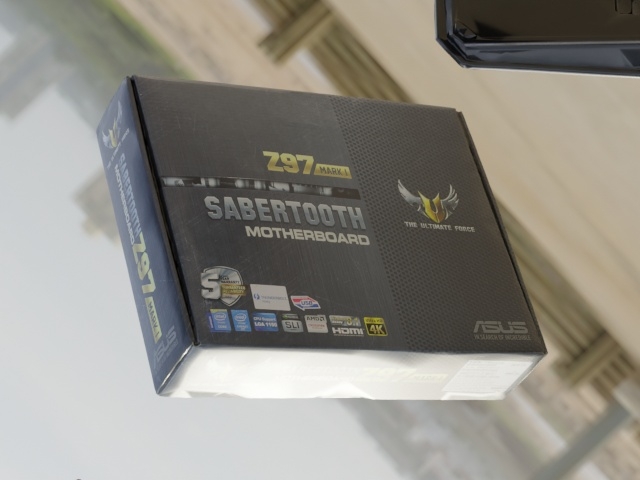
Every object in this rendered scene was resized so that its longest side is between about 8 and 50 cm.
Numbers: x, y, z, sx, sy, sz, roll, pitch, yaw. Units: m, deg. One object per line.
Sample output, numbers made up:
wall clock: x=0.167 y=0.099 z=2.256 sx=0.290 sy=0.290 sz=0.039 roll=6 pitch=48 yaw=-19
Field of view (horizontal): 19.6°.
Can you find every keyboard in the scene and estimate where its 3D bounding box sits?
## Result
keyboard: x=0.156 y=-0.201 z=0.899 sx=0.033 sy=0.201 sz=0.317 roll=82 pitch=-171 yaw=-53

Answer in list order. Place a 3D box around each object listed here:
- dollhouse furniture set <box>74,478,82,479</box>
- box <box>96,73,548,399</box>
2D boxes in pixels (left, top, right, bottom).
dollhouse furniture set: x=-0.136 y=0.383 z=1.334 sx=0.374 sy=0.152 sz=0.201 roll=56 pitch=-177 yaw=-14
box: x=0.000 y=0.000 z=1.067 sx=0.232 sy=0.059 sz=0.183 roll=4 pitch=-128 yaw=-30
